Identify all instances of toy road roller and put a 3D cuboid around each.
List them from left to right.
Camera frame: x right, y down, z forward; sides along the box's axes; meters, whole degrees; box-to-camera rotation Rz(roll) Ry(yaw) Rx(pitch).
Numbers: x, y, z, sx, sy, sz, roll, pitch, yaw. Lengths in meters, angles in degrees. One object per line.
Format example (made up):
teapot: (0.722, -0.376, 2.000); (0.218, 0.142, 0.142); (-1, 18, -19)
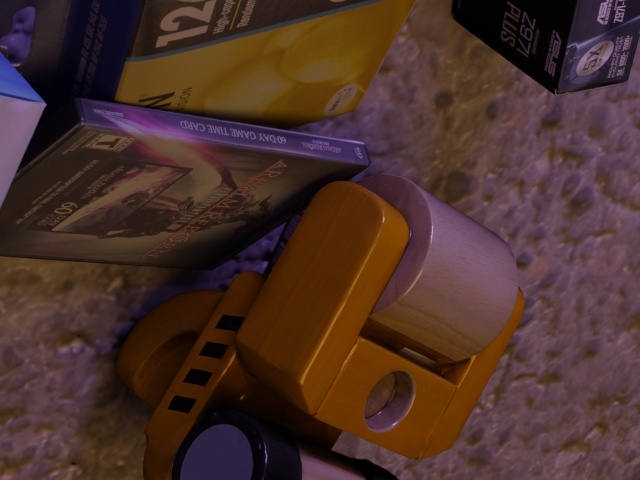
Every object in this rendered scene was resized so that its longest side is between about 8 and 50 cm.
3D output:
toy road roller: (-0.021, 0.090, 1.319); (0.202, 0.240, 0.330); (29, 93, -47)

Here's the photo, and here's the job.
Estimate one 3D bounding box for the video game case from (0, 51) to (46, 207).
video game case: (-0.285, -0.043, 0.990); (0.061, 0.269, 0.244); (9, 116, -41)

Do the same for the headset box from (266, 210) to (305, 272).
headset box: (0.000, 0.000, 1.402); (0.062, 0.032, 0.083); (6, 116, -40)

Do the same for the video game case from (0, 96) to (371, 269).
video game case: (-0.123, -0.034, 1.202); (0.274, 0.026, 0.196); (6, 150, -45)

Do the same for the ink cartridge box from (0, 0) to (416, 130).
ink cartridge box: (-0.081, -0.139, 1.094); (0.307, 0.072, 0.303); (-19, 165, -21)

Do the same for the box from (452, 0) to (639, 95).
box: (0.188, -0.228, 1.289); (0.077, 0.147, 0.180); (-12, 128, -30)
